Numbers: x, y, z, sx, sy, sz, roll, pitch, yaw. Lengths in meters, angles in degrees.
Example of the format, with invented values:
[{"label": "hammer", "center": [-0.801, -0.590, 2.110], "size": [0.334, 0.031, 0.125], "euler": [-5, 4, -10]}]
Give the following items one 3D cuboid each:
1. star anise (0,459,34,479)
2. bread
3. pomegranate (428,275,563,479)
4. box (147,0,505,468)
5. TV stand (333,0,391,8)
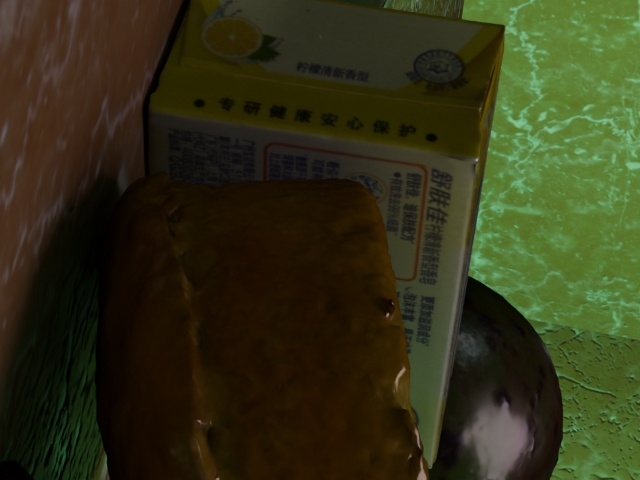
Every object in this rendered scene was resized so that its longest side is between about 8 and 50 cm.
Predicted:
[{"label": "star anise", "center": [-0.117, 0.181, 0.719], "size": [0.144, 0.158, 0.140], "euler": [-26, 124, -40]}, {"label": "bread", "center": [-0.025, 0.086, 0.849], "size": [0.268, 0.146, 0.268], "euler": [171, -90, -87]}, {"label": "pomegranate", "center": [0.016, 0.081, 1.253], "size": [0.306, 0.242, 0.242], "euler": [60, 4, 4]}, {"label": "box", "center": [0.000, 0.000, 1.026], "size": [0.265, 0.168, 0.097], "euler": [91, 8, -49]}, {"label": "TV stand", "center": [0.004, -0.112, 1.257], "size": [0.042, 0.036, 0.249], "euler": [106, 9, -57]}]
